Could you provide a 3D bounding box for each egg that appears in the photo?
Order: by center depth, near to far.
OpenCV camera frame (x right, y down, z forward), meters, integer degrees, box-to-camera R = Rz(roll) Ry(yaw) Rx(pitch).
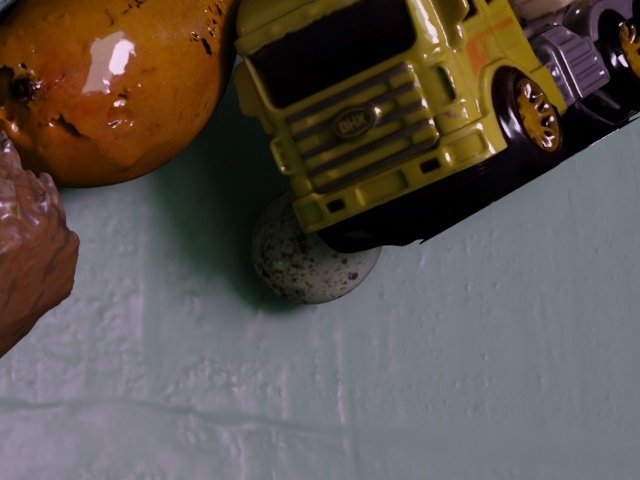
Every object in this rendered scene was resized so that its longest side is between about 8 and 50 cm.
[{"bbox_3d":[0.000,0.000,1.238,0.110,0.085,0.085,-27,91,-51],"label":"egg"}]

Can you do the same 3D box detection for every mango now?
[{"bbox_3d":[-0.133,-0.121,1.150,0.151,0.156,0.248,63,35,-20],"label":"mango"}]

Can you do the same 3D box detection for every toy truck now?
[{"bbox_3d":[0.103,-0.152,1.243,0.405,0.181,0.254,-33,96,-56],"label":"toy truck"}]

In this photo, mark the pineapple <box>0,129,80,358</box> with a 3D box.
[{"bbox_3d":[-0.309,-0.051,0.994,0.362,0.202,0.202,44,53,7],"label":"pineapple"}]

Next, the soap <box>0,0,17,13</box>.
[{"bbox_3d":[-0.232,-0.223,1.138,0.150,0.094,0.261,50,53,-9],"label":"soap"}]
